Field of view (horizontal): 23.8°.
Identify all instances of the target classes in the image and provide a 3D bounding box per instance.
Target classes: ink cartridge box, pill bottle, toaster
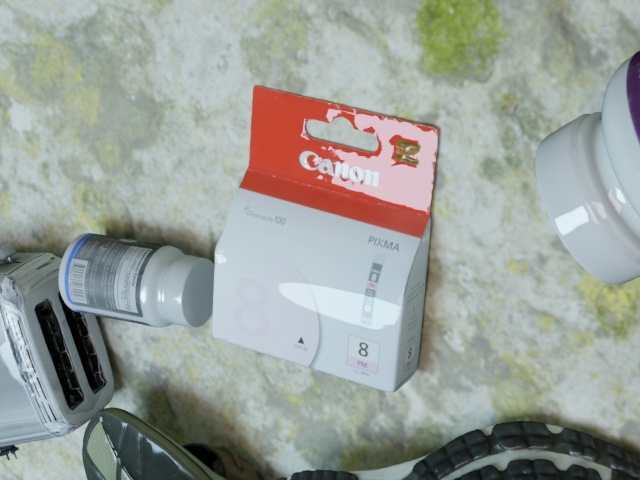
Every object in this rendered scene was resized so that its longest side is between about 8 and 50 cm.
[{"bbox_3d":[0.000,0.000,1.328,0.189,0.066,0.232,15,120,24],"label":"ink cartridge box"},{"bbox_3d":[0.304,-0.083,1.049,0.301,0.169,0.169,-29,93,34],"label":"pill bottle"},{"bbox_3d":[-0.302,0.115,1.502,0.146,0.129,0.227,-9,103,30],"label":"toaster"},{"bbox_3d":[-0.169,0.039,1.425,0.137,0.078,0.078,9,113,26],"label":"pill bottle"}]

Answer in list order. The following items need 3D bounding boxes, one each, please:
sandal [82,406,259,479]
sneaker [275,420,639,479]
[{"bbox_3d":[-0.096,0.258,1.473,0.302,0.086,0.120,29,119,0],"label":"sandal"},{"bbox_3d":[0.123,0.276,1.337,0.410,0.158,0.182,-10,140,22],"label":"sneaker"}]
